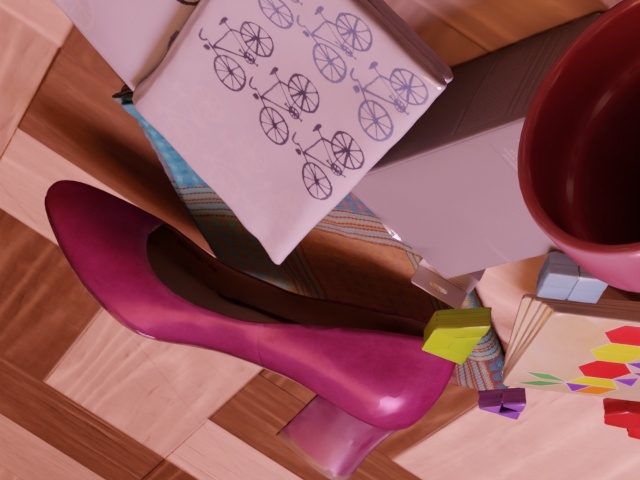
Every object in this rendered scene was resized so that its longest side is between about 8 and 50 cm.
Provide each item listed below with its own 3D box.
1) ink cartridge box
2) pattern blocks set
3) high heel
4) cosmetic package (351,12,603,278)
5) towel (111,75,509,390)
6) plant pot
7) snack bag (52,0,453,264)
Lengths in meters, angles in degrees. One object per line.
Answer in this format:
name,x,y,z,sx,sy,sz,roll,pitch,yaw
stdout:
ink cartridge box,0.112,0.008,1.538,0.048,0.083,0.028,31,151,-3
pattern blocks set,0.223,0.086,1.528,0.285,0.026,0.325,10,156,-13
high heel,-0.059,0.032,1.683,0.377,0.127,0.181,38,118,-3
cosmetic package,0.141,-0.061,1.392,0.127,0.107,0.238,43,151,-23
towel,0.000,0.000,1.672,0.271,0.040,0.370,10,146,32
plant pot,0.253,-0.038,1.217,0.201,0.201,0.180,-1,151,42
snack bag,-0.085,-0.167,1.395,0.342,0.037,0.323,49,149,2
